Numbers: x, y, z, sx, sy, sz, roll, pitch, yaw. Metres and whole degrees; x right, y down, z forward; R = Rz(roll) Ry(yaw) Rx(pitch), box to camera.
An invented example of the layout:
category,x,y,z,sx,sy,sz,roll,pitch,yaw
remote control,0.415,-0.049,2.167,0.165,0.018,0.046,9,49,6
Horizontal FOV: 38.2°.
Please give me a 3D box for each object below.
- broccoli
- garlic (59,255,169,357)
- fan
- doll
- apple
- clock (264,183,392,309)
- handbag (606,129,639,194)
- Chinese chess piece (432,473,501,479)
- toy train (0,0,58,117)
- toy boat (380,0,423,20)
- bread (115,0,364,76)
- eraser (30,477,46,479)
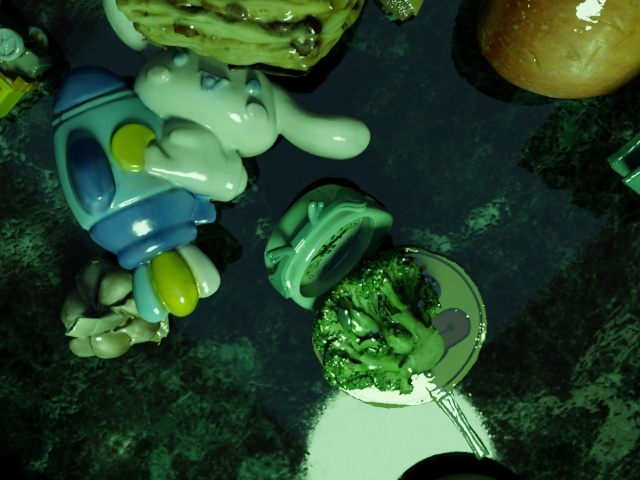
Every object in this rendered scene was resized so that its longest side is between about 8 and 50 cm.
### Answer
category,x,y,z,sx,sy,sz,roll,pitch,yaw
broccoli,0.076,0.103,1.128,0.195,0.156,0.195,-6,99,-42
garlic,-0.270,0.095,1.136,0.127,0.194,0.131,13,104,8
fan,0.128,0.150,1.220,0.230,0.011,0.335,-34,95,5
doll,-0.184,-0.113,1.094,0.376,0.187,0.365,29,76,21
apple,0.302,-0.290,1.047,0.206,0.251,0.271,21,119,-2
clock,0.000,0.000,1.106,0.066,0.211,0.159,42,94,23
handbag,0.481,-0.093,0.969,0.274,0.100,0.269,-39,138,24
Chinese chess piece,0.198,0.422,1.211,0.238,0.092,0.237,0,97,0
toy train,-0.425,-0.239,1.147,0.219,0.089,0.127,43,105,-5
toy boat,0.068,-0.335,1.146,0.149,0.047,0.049,44,95,1
bread,-0.043,-0.339,1.044,0.278,0.167,0.324,13,73,22
eraser,-0.373,0.412,1.095,0.102,0.332,0.155,-30,95,3
